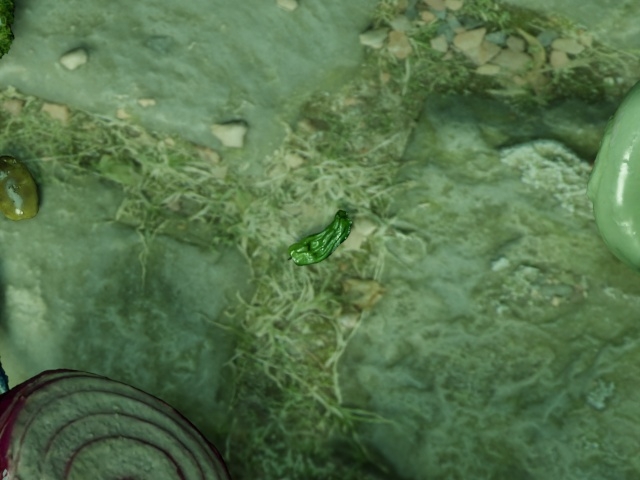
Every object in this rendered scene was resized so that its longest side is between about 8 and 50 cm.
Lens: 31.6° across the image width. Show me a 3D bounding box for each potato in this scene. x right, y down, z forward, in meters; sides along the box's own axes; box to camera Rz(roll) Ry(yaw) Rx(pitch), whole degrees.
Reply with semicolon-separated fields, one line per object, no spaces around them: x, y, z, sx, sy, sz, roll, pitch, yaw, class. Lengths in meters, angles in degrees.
-0.362;-0.061;1.333;0.051;0.040;0.083;-27;80;-2;potato

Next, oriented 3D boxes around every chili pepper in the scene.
0.001;0.001;1.318;0.091;0.030;0.034;-36;56;-6;chili pepper

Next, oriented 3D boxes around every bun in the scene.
0.441;-0.081;1.243;0.293;0.187;0.293;2;108;6;bun

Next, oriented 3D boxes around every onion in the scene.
-0.238;0.308;1.134;0.337;0.282;0.260;49;129;1;onion

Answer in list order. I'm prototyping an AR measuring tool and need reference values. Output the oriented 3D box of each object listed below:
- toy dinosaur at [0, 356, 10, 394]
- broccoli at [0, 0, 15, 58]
-0.428;0.040;1.301;0.147;0.076;0.363;-17;75;-11;toy dinosaur
-0.484;-0.286;1.256;0.304;0.283;0.321;-31;109;-2;broccoli
